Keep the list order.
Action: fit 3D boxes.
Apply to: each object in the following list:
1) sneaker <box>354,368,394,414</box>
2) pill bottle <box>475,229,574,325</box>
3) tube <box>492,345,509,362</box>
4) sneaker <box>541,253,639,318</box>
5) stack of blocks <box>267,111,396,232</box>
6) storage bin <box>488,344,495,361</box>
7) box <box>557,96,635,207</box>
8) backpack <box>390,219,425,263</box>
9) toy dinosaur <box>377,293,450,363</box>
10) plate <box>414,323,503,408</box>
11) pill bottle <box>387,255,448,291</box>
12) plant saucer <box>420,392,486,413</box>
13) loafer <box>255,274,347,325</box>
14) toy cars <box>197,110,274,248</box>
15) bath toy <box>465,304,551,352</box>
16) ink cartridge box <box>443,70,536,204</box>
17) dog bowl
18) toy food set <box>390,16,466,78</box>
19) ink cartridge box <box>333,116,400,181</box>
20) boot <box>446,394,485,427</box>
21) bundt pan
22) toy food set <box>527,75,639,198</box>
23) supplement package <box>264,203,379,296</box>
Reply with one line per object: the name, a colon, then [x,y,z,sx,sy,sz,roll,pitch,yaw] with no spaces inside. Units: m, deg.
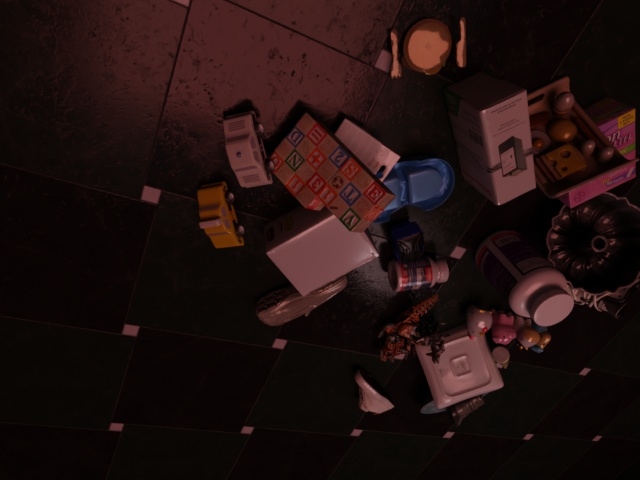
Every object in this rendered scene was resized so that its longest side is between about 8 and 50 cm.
sneaker: [0.189,0.625,1.766,0.123,0.106,0.290,-33,125,6]
pill bottle: [0.645,0.117,1.405,0.181,0.323,0.182,-6,124,-9]
tube: [0.716,0.456,1.732,0.070,0.062,0.240,-50,150,5]
sneaker: [0.891,0.164,1.535,0.447,0.257,0.169,-16,125,-2]
stack of blocks: [0.021,-0.153,1.108,0.171,0.297,0.087,-48,162,17]
storage bin: [0.603,0.482,1.784,0.180,0.084,0.122,-20,125,-1]
box: [0.802,-0.259,1.320,0.213,0.117,0.243,-26,124,5]
backpack: [0.272,0.005,1.380,0.098,0.101,0.120,-17,129,0]
toy dinosaur: [0.335,0.335,1.593,0.218,0.164,0.322,23,138,-8]
plate: [0.536,0.479,1.694,0.278,0.045,0.277,-19,87,0]
pill bottle: [0.323,0.106,1.455,0.180,0.108,0.108,-6,124,-10]
plant saucer: [0.568,0.656,1.864,0.317,0.044,0.318,-11,145,-8]
loafer: [-0.055,0.186,1.424,0.319,0.112,0.111,-23,130,12]
toy cars: [-0.233,-0.136,1.132,0.176,0.087,0.394,32,118,4]
bath toy: [0.695,0.338,1.663,0.348,0.151,0.129,14,97,-18]
ink cartridge box: [0.449,-0.271,1.173,0.121,0.211,0.289,-25,126,2]
dog bowl: [0.234,-0.157,1.280,0.297,0.074,0.166,-16,125,-3]
toy food set: [0.264,-0.481,1.101,0.192,0.038,0.132,-9,117,-1]
ink cartridge box: [0.101,-0.223,1.188,0.179,0.045,0.145,32,111,-8]
boot: [0.624,0.714,1.867,0.161,0.083,0.246,-25,147,1]
bundt pan: [0.876,0.008,1.438,0.330,0.124,0.331,0,91,2]
toy food set: [0.645,-0.279,1.176,0.219,0.306,0.092,-25,154,5]
supplement package: [0.000,0.000,1.278,0.261,0.145,0.204,-29,125,10]
